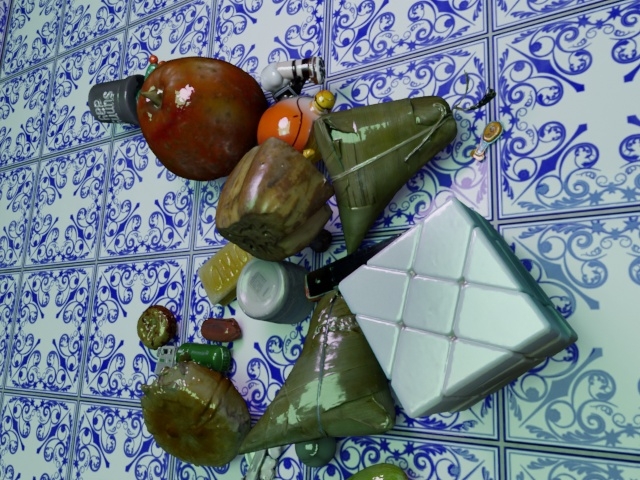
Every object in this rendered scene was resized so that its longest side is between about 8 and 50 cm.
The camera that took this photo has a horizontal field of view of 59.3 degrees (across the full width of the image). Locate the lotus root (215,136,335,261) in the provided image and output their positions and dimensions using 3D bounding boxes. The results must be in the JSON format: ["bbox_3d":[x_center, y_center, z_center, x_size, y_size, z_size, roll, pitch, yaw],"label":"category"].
[{"bbox_3d":[-0.105,-0.077,1.431,0.316,0.316,0.250,6,54,34],"label":"lotus root"}]

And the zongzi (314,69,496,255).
[{"bbox_3d":[0.229,-0.183,1.428,0.447,0.181,0.418,-10,102,11],"label":"zongzi"}]

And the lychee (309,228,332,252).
[{"bbox_3d":[0.000,0.000,1.562,0.083,0.068,0.067,19,48,38],"label":"lychee"}]

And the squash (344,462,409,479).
[{"bbox_3d":[0.055,0.636,1.334,0.371,0.118,0.118,-38,61,24],"label":"squash"}]

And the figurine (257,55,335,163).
[{"bbox_3d":[-0.082,-0.339,1.602,0.320,0.196,0.323,-15,78,58],"label":"figurine"}]

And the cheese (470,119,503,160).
[{"bbox_3d":[0.410,-0.248,1.382,0.047,0.017,0.111,37,99,37],"label":"cheese"}]

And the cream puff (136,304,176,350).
[{"bbox_3d":[-0.523,0.282,1.819,0.149,0.084,0.149,-6,79,32],"label":"cream puff"}]

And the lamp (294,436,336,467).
[{"bbox_3d":[-0.013,0.516,1.414,0.105,0.105,0.105,-9,73,31],"label":"lamp"}]

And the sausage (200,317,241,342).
[{"bbox_3d":[-0.299,0.268,1.684,0.141,0.076,0.076,-5,75,30],"label":"sausage"}]

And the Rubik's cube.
[{"bbox_3d":[0.290,0.152,1.181,0.319,0.316,0.321,-39,61,19],"label":"Rubik's cube"}]

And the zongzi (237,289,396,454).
[{"bbox_3d":[-0.036,0.319,1.387,0.393,0.174,0.355,-13,66,7],"label":"zongzi"}]

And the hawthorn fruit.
[{"bbox_3d":[-0.381,-0.380,1.710,0.403,0.403,0.402,-9,73,31],"label":"hawthorn fruit"}]

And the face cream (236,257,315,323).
[{"bbox_3d":[-0.121,0.139,1.550,0.177,0.153,0.177,-10,72,31],"label":"face cream"}]

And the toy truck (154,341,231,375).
[{"bbox_3d":[-0.383,0.370,1.697,0.243,0.101,0.124,-3,72,30],"label":"toy truck"}]

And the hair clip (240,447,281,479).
[{"bbox_3d":[-0.164,0.585,1.530,0.116,0.049,0.172,16,85,30],"label":"hair clip"}]

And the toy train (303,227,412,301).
[{"bbox_3d":[0.144,0.061,1.435,0.410,0.089,0.086,-25,64,27],"label":"toy train"}]

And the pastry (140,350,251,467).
[{"bbox_3d":[-0.347,0.486,1.561,0.330,0.136,0.329,8,118,16],"label":"pastry"}]

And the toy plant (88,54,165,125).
[{"bbox_3d":[-0.630,-0.496,2.031,0.401,0.185,0.279,1,85,19],"label":"toy plant"}]

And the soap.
[{"bbox_3d":[-0.255,0.080,1.700,0.232,0.073,0.140,-39,64,18],"label":"soap"}]
